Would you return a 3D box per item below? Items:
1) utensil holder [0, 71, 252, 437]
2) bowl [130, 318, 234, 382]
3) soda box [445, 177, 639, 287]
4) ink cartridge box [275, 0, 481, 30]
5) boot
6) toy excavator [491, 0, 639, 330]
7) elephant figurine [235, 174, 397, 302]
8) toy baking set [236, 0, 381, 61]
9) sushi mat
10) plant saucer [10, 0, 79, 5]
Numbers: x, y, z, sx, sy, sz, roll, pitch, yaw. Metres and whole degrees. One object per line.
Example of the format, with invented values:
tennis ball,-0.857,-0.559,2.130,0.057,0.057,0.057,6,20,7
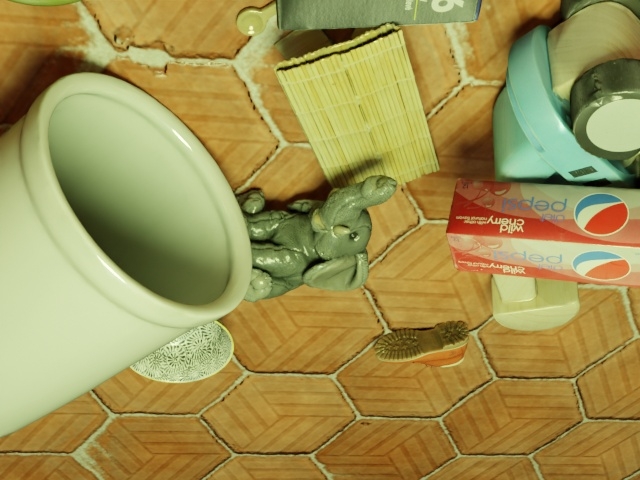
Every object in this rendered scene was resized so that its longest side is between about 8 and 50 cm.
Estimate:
utensil holder,-0.334,0.036,1.139,0.386,0.327,0.328,-33,130,24
bowl,-0.219,0.138,1.424,0.170,0.080,0.170,-4,134,-4
soda box,0.286,-0.008,1.085,0.264,0.083,0.092,4,149,19
ink cartridge box,0.101,-0.332,0.913,0.308,0.072,0.303,-2,151,0
boot,0.169,0.188,1.544,0.158,0.059,0.084,-8,140,-1
toy excavator,0.320,-0.071,1.229,0.433,0.222,0.445,34,135,-31
elephant figurine,0.000,0.000,1.258,0.240,0.186,0.169,-12,103,7
toy baking set,0.002,-0.299,1.056,0.197,0.030,0.256,18,130,-23
sushi mat,0.055,-0.147,1.161,0.152,0.019,0.316,-17,151,7
plant saucer,-0.305,-0.343,0.968,0.241,0.037,0.240,-3,135,-3
